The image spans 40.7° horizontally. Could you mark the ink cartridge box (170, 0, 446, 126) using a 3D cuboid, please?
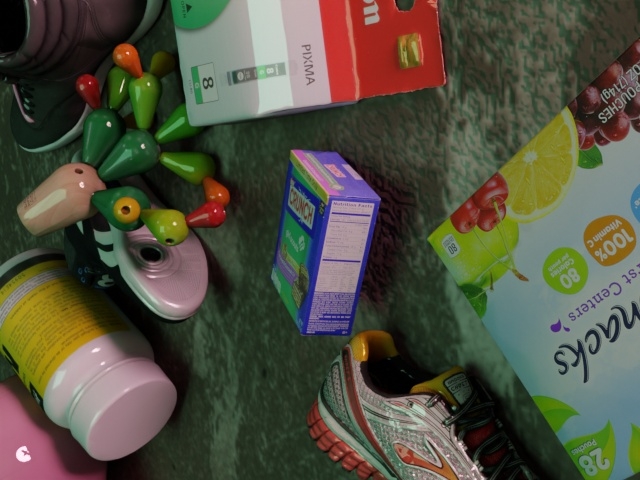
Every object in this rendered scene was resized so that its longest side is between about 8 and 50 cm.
[{"bbox_3d":[-0.024,-0.181,0.614,0.224,0.056,0.181,0,100,47],"label":"ink cartridge box"}]

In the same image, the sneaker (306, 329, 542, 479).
[{"bbox_3d":[0.084,0.137,0.559,0.225,0.088,0.093,31,113,33],"label":"sneaker"}]

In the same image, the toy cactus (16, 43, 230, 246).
[{"bbox_3d":[-0.177,-0.063,0.728,0.180,0.112,0.219,-31,63,6],"label":"toy cactus"}]

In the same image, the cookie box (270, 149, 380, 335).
[{"bbox_3d":[0.000,0.000,0.618,0.092,0.040,0.107,-126,42,-59],"label":"cookie box"}]

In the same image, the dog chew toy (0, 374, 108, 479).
[{"bbox_3d":[-0.288,0.311,0.904,0.206,0.206,0.332,-27,92,45],"label":"dog chew toy"}]

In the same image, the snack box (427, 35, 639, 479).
[{"bbox_3d":[0.179,0.006,0.442,0.207,0.070,0.175,-47,66,42],"label":"snack box"}]

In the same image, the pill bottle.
[{"bbox_3d":[-0.241,0.110,0.856,0.208,0.119,0.119,41,126,32],"label":"pill bottle"}]

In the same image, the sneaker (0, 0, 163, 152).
[{"bbox_3d":[-0.275,-0.169,0.802,0.295,0.146,0.105,-36,76,45],"label":"sneaker"}]

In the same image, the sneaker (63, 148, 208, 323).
[{"bbox_3d":[-0.178,0.022,0.809,0.217,0.079,0.121,53,135,33],"label":"sneaker"}]
